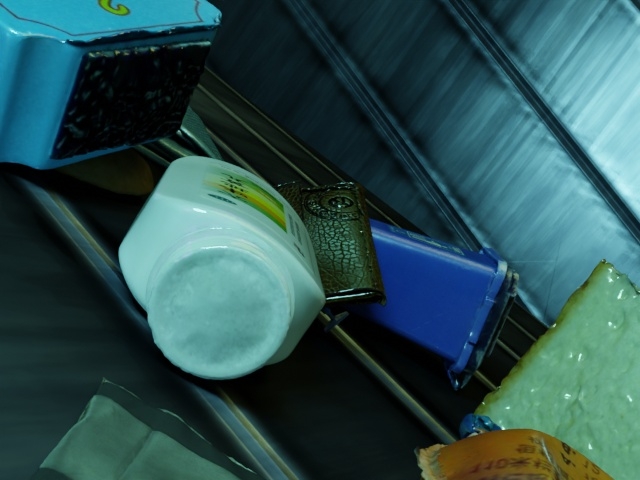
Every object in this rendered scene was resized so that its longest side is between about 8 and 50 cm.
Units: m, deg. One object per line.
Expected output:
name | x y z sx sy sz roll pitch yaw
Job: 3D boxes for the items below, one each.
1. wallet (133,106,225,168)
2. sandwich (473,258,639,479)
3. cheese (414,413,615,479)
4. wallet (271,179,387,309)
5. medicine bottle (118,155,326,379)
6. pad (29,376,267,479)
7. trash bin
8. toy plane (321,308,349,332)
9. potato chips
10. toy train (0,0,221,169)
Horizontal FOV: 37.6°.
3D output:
wallet | -0.255 -0.194 1.467 0.237 0.075 0.342 34 9 -26
sandwich | 0.315 0.206 0.900 0.131 0.262 0.325 30 11 -37
cheese | 0.164 0.214 0.737 0.217 0.129 0.329 36 10 0
wallet | 0.000 0.000 1.119 0.132 0.039 0.243 -4 33 -1
medicine bottle | -0.087 0.018 0.863 0.179 0.124 0.324 34 11 -10
pad | -0.049 0.169 0.555 0.233 0.022 0.174 34 10 -5
trash bin | 0.125 0.070 1.260 0.234 0.184 0.162 22 7 -3
toy plane | -0.026 0.049 1.151 0.167 0.054 0.062 44 -12 45
potato chips | -0.271 -0.108 1.057 0.201 0.049 0.150 22 10 -33
toy train | -0.266 -0.210 0.975 0.265 0.188 0.300 37 33 18
